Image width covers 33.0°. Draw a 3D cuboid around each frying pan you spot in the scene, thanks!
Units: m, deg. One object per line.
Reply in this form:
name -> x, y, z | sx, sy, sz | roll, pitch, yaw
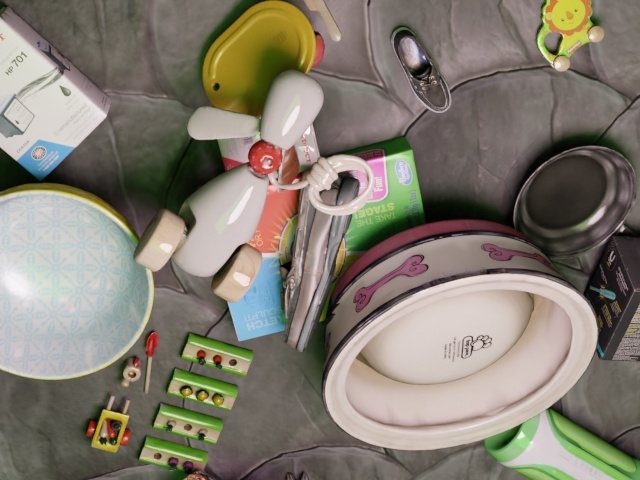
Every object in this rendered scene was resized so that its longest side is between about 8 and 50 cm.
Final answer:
frying pan -> 0.441, -0.053, 1.653 | 0.326, 0.053, 0.197 | 7, 121, -20

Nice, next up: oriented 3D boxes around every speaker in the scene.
speaker -> 0.417, 0.368, 1.797 | 0.297, 0.131, 0.131 | 31, 106, -18

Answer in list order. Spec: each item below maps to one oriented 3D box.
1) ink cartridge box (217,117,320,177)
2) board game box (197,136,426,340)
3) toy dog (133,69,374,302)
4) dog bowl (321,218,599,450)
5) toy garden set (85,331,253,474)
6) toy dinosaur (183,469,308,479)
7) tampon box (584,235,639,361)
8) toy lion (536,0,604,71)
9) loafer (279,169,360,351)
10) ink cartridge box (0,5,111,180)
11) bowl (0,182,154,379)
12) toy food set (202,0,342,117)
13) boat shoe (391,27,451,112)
ink cartridge box -> -0.076, -0.143, 1.547 | 0.135, 0.056, 0.099 | -13, 115, -1
board game box -> 0.000, 0.000, 1.616 | 0.317, 0.064, 0.242 | -14, 115, -1
toy dog -> -0.109, -0.075, 1.458 | 0.334, 0.161, 0.220 | -38, 113, 3
dog bowl -> 0.188, 0.134, 1.590 | 0.408, 0.150, 0.408 | -8, 136, -8
toy garden set -> -0.243, 0.259, 1.708 | 0.204, 0.049, 0.244 | 18, 110, -15
toy dinosaur -> -0.091, 0.491, 1.724 | 0.164, 0.218, 0.321 | -27, 88, 16
tampon box -> 0.485, 0.091, 1.663 | 0.102, 0.120, 0.161 | 3, 133, -10
toy lion -> 0.348, -0.307, 1.545 | 0.100, 0.034, 0.096 | -42, 105, 12
loafer -> -0.018, 0.026, 1.552 | 0.084, 0.096, 0.267 | 19, 104, 6
ink cartridge box -> -0.404, -0.199, 1.469 | 0.140, 0.082, 0.191 | -43, 113, 12
bowl -> -0.380, 0.036, 1.534 | 0.290, 0.156, 0.289 | -3, 113, -6
toy food set -> -0.059, -0.257, 1.484 | 0.218, 0.071, 0.128 | -38, 79, 19
boat shoe -> 0.144, -0.238, 1.542 | 0.049, 0.040, 0.142 | -32, 113, 7
